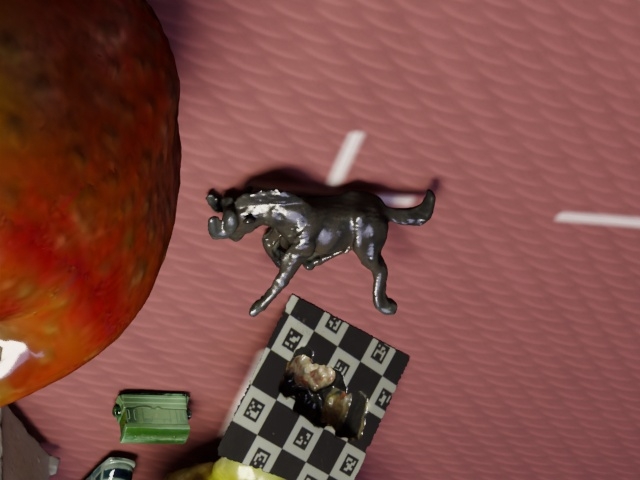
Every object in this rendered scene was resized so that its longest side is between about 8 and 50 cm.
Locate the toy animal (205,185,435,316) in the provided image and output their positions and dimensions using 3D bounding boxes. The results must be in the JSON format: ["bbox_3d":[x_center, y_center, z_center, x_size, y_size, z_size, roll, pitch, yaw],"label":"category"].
[{"bbox_3d":[0.000,0.000,1.414,0.232,0.085,0.148,-1,138,-11],"label":"toy animal"}]

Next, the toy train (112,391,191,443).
[{"bbox_3d":[-0.191,0.204,1.618,0.093,0.056,0.038,4,136,-22],"label":"toy train"}]

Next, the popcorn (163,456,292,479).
[{"bbox_3d":[-0.100,0.393,1.685,0.274,0.279,0.335,-41,-179,-8],"label":"popcorn"}]

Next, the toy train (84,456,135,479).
[{"bbox_3d":[-0.291,0.331,1.748,0.043,0.047,0.207,15,134,-33],"label":"toy train"}]

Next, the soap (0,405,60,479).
[{"bbox_3d":[-0.445,0.324,1.529,0.302,0.258,0.159,-14,142,1],"label":"soap"}]

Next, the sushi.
[{"bbox_3d":[-0.018,0.178,1.613,0.215,0.050,0.192,30,83,-41],"label":"sushi"}]

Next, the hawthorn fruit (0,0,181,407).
[{"bbox_3d":[-0.283,-0.038,1.051,0.402,0.403,0.403,-8,140,-7],"label":"hawthorn fruit"}]
